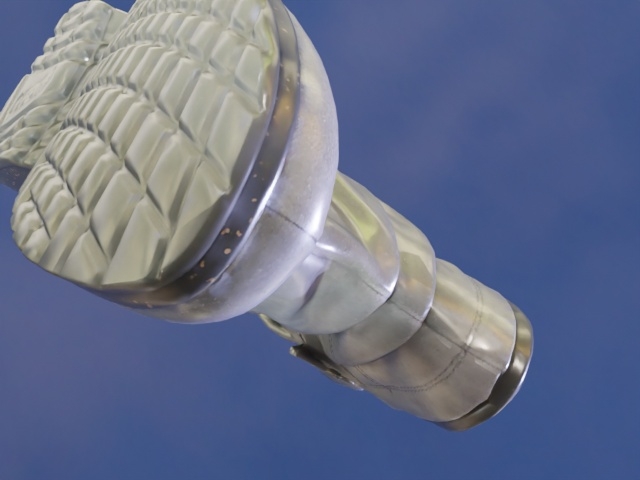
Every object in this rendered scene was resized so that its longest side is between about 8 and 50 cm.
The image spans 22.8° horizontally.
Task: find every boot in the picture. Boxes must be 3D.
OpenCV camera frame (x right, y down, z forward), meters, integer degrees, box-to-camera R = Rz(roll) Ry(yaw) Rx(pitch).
[{"bbox_3d":[0.000,0.000,0.603,0.222,0.338,0.118,34,-89,-19],"label":"boot"}]
